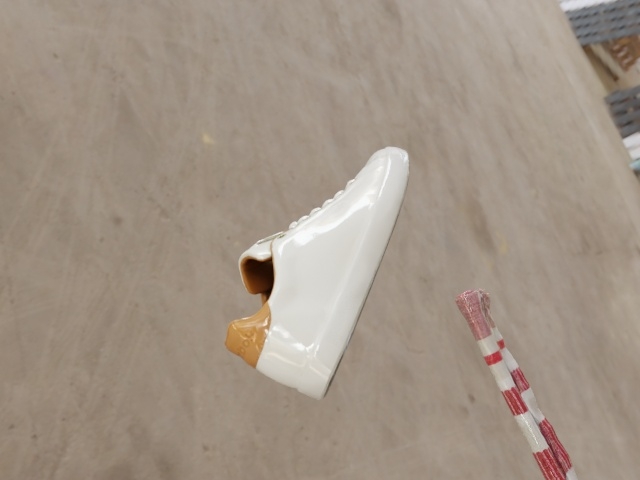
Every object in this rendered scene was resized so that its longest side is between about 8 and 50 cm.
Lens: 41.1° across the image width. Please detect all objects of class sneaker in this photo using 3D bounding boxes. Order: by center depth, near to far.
[{"bbox_3d":[0.000,0.000,0.793,0.123,0.106,0.290,22,49,5],"label":"sneaker"}]

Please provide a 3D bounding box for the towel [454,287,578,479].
[{"bbox_3d":[0.274,0.215,1.153,0.329,0.037,0.237,64,11,7],"label":"towel"}]
